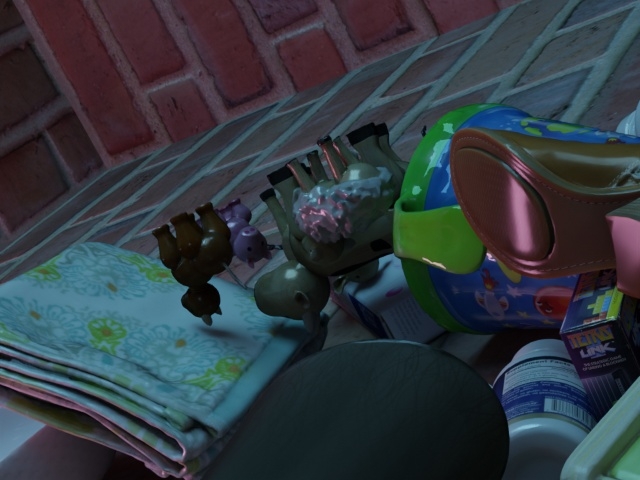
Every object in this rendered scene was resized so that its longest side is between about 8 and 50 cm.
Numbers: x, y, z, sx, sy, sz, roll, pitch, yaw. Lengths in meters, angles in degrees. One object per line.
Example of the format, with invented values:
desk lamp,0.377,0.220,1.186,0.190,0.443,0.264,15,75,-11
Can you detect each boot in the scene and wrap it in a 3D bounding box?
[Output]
boot,0.252,-0.051,0.989,0.220,0.109,0.283,-22,21,-27

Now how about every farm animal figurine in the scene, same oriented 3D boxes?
farm animal figurine,0.000,0.000,1.419,0.327,0.172,0.330,-27,0,29

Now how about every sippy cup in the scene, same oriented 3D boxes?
sippy cup,0.230,-0.014,1.239,0.224,0.240,0.305,7,45,46

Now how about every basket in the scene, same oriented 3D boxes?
basket,-0.007,0.175,0.791,0.204,0.154,0.227,-25,6,27

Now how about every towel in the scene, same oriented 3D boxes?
towel,-0.192,0.108,1.404,0.321,0.090,0.374,20,20,13

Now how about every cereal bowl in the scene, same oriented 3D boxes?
cereal bowl,-0.362,0.271,1.441,0.339,0.141,0.339,-26,15,7

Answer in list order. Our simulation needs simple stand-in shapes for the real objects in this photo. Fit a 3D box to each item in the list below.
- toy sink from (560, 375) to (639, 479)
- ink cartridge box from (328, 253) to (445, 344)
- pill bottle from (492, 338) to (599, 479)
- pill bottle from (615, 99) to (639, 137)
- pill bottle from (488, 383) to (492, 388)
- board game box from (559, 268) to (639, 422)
toy sink,0.229,0.147,0.737,0.234,0.131,0.153,10,37,45
ink cartridge box,0.175,-0.004,1.572,0.330,0.071,0.324,-31,15,-8
pill bottle,0.176,0.143,1.014,0.094,0.094,0.169,-22,15,19
pill bottle,0.422,-0.137,1.422,0.121,0.121,0.216,-37,1,-31
pill bottle,0.102,0.171,1.103,0.120,0.067,0.067,-29,15,-6
board game box,0.243,0.084,1.004,0.048,0.141,0.170,-20,16,27
